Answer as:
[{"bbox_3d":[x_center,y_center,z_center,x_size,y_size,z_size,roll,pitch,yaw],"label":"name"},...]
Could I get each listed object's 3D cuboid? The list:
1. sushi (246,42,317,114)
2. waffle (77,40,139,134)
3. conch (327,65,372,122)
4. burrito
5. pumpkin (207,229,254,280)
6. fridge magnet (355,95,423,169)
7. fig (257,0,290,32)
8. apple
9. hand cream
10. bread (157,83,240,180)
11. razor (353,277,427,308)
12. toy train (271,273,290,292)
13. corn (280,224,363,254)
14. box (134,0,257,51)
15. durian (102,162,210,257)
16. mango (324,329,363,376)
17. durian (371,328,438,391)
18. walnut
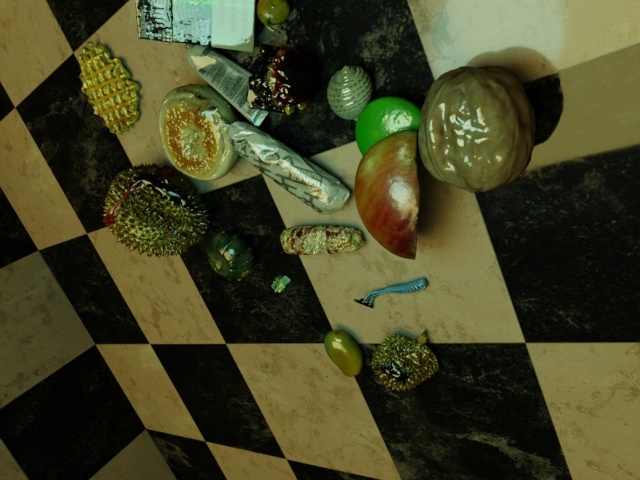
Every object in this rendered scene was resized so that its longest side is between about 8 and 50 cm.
[{"bbox_3d":[-0.087,-0.422,1.320,0.150,0.153,0.172,26,112,49],"label":"sushi"},{"bbox_3d":[-0.787,-0.558,1.844,0.312,0.060,0.307,47,133,4],"label":"waffle"},{"bbox_3d":[0.066,-0.372,1.273,0.135,0.102,0.153,38,135,38],"label":"conch"},{"bbox_3d":[-0.115,-0.223,1.464,0.445,0.101,0.139,34,155,0],"label":"burrito"},{"bbox_3d":[-0.324,0.055,1.805,0.190,0.146,0.190,23,150,14],"label":"pumpkin"},{"bbox_3d":[0.184,-0.259,1.249,0.208,0.088,0.208,18,130,23],"label":"fridge magnet"},{"bbox_3d":[-0.128,-0.587,1.287,0.084,0.098,0.082,35,153,-11],"label":"fig"},{"bbox_3d":[0.185,-0.097,1.239,0.254,0.179,0.346,41,160,30],"label":"apple"},{"bbox_3d":[-0.275,-0.483,1.484,0.340,0.078,0.124,40,100,9],"label":"hand cream"},{"bbox_3d":[-0.368,-0.342,1.576,0.305,0.159,0.306,14,122,23],"label":"bread"},{"bbox_3d":[0.217,0.158,1.522,0.082,0.042,0.253,24,147,-36],"label":"razor"},{"bbox_3d":[-0.144,0.158,1.809,0.053,0.033,0.083,36,133,9],"label":"toy train"},{"bbox_3d":[0.000,0.000,1.555,0.289,0.098,0.098,1,117,37],"label":"corn"},{"bbox_3d":[-0.321,-0.622,1.311,0.310,0.084,0.198,4,127,-7],"label":"box"},{"bbox_3d":[-0.598,-0.110,1.802,0.384,0.347,0.348,44,136,23],"label":"durian"},{"bbox_3d":[0.089,0.393,1.745,0.122,0.085,0.191,-27,108,34],"label":"mango"},{"bbox_3d":[0.260,0.387,1.564,0.193,0.138,0.237,35,132,16],"label":"durian"},{"bbox_3d":[0.328,-0.232,1.062,0.273,0.227,0.273,19,124,31],"label":"walnut"}]
